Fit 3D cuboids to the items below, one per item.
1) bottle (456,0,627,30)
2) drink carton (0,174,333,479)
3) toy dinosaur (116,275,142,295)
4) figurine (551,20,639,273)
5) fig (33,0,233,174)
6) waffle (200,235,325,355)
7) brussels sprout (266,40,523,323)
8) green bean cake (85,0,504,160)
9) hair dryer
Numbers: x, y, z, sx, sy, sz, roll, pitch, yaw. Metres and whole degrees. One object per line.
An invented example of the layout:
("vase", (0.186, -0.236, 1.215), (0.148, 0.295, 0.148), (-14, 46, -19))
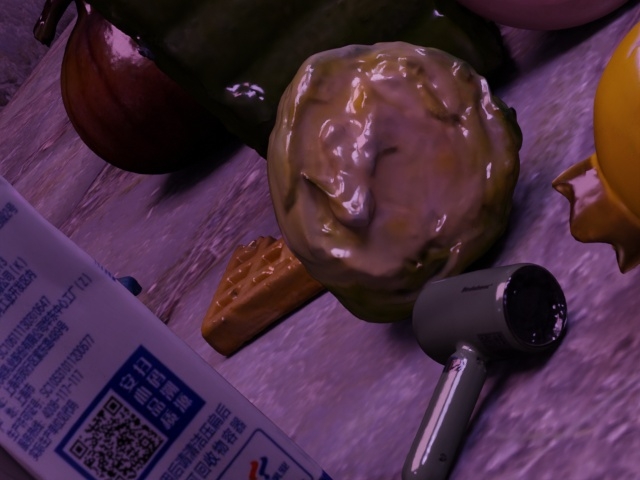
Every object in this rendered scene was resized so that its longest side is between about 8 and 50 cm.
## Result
("bottle", (0.162, -0.272, 1.123), (0.297, 0.173, 0.206), (-70, -5, -52))
("drink carton", (-0.150, 0.063, 0.831), (0.106, 0.315, 0.130), (-52, 17, -21))
("toy dinosaur", (-0.216, 0.084, 1.316), (0.329, 0.076, 0.144), (-47, 15, 41))
("figurine", (0.202, -0.062, 0.640), (0.234, 0.127, 0.185), (-33, 27, 7))
("fig", (-0.153, -0.180, 1.599), (0.235, 0.214, 0.235), (-19, 14, 5))
("waffle", (0.000, 0.000, 1.114), (0.191, 0.032, 0.125), (-34, 19, 30))
("brussels sprout", (0.032, -0.033, 0.921), (0.151, 0.149, 0.122), (-37, -5, -26))
("green bean cake", (-0.046, -0.195, 1.179), (0.218, 0.319, 0.335), (-44, 13, 16))
("hair dryer", (0.061, 0.078, 0.768), (0.071, 0.047, 0.150), (-18, 39, 55))
